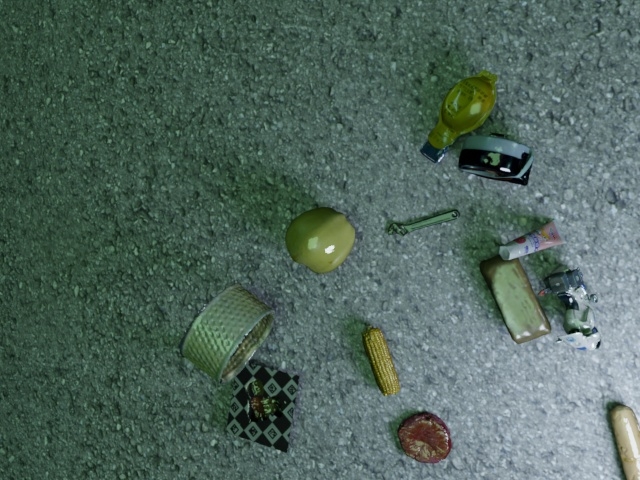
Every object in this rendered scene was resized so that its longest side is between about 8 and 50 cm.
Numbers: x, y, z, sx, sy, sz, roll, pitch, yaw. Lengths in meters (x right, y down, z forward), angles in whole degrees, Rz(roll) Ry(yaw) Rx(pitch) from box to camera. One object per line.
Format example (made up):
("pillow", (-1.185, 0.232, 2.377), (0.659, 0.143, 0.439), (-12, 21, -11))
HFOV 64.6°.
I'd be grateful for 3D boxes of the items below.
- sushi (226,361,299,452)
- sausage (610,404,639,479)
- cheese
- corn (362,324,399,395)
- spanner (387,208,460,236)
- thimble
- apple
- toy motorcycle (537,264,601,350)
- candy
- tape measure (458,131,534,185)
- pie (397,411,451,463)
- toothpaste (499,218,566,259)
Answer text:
("sushi", (-0.171, 0.503, 1.562), (0.219, 0.047, 0.232), (9, 88, 23))
("sausage", (0.774, 0.556, 1.238), (0.065, 0.065, 0.302), (-16, 85, 18))
("cheese", (0.368, -0.334, 1.357), (0.270, 0.069, 0.177), (-54, 41, 16))
("corn", (0.170, 0.341, 1.438), (0.068, 0.068, 0.208), (-19, 87, 17))
("spanner", (0.289, -0.050, 1.429), (0.208, 0.012, 0.046), (-17, 84, 17))
("thimble", (-0.266, 0.274, 1.479), (0.150, 0.270, 0.271), (33, 100, 14))
("apple", (0.000, 0.000, 1.437), (0.199, 0.200, 0.200), (0, 90, 18))
("toy motorcycle", (0.626, 0.174, 1.252), (0.102, 0.150, 0.221), (-28, 78, 51))
("candy", (0.502, 0.146, 1.311), (0.104, 0.102, 0.234), (-25, 84, 17))
("tape measure", (0.448, -0.209, 1.289), (0.181, 0.181, 0.107), (17, 92, 19))
("pie", (0.290, 0.554, 1.411), (0.153, 0.038, 0.154), (0, 91, 20))
("toothpaste", (0.542, 0.004, 1.287), (0.194, 0.043, 0.067), (-19, 81, -21))
